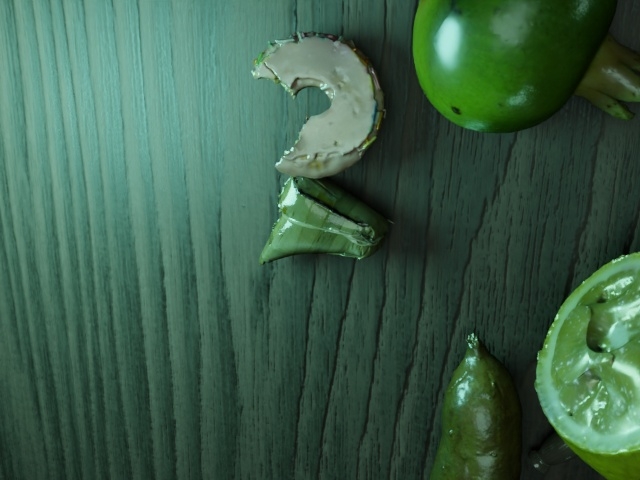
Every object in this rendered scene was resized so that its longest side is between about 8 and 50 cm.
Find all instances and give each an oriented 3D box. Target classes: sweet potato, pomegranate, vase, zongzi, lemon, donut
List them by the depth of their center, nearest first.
[{"bbox_3d":[0.300,-0.279,0.907,0.358,0.216,0.310,29,108,5],"label":"pomegranate"},{"bbox_3d":[0.521,0.211,0.929,0.363,0.364,0.365,4,107,14],"label":"lemon"},{"bbox_3d":[0.005,-0.222,1.067,0.198,0.085,0.233,-12,96,8],"label":"donut"},{"bbox_3d":[0.000,0.000,1.133,0.194,0.099,0.198,31,110,12],"label":"zongzi"},{"bbox_3d":[0.275,0.343,1.135,0.157,0.158,0.370,11,104,12],"label":"sweet potato"},{"bbox_3d":[0.415,0.364,1.152,0.053,0.053,0.101,43,116,0],"label":"vase"}]
